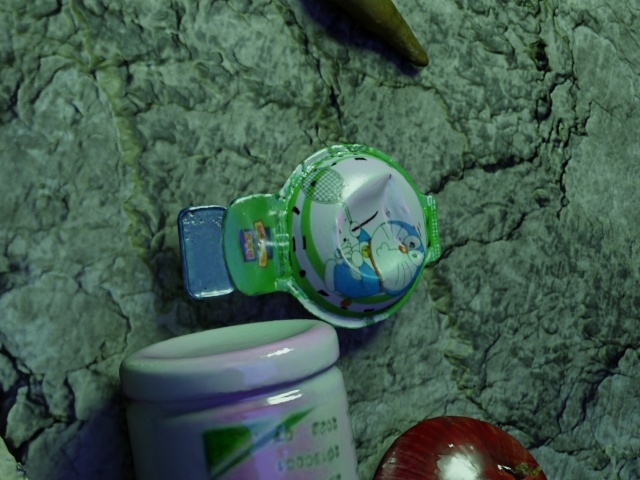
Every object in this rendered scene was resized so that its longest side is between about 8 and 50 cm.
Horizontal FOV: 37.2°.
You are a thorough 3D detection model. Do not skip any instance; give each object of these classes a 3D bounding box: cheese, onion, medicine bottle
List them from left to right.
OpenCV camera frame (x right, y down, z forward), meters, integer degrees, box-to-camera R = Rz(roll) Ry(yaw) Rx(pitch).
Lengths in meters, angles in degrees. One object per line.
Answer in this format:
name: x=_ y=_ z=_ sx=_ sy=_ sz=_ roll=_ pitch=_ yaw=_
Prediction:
medicine bottle: x=-0.063 y=0.250 z=0.897 sx=0.212 sy=0.212 sz=0.325 roll=-9 pitch=92 yaw=-31
cheese: x=0.000 y=0.000 z=1.019 sx=0.320 sy=0.083 sz=0.204 roll=-6 pitch=91 yaw=-32
onion: x=0.162 y=0.319 z=1.064 sx=0.248 sy=0.161 sz=0.248 roll=0 pitch=80 yaw=-2

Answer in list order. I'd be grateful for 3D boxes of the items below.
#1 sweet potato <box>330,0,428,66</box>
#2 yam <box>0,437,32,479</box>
sweet potato: x=0.043 y=-0.277 z=1.073 sx=0.249 sy=0.059 sz=0.069 roll=44 pitch=30 yaw=-23
yam: x=-0.327 y=0.185 z=0.736 sx=0.128 sy=0.238 sz=0.129 roll=1 pitch=89 yaw=-46
